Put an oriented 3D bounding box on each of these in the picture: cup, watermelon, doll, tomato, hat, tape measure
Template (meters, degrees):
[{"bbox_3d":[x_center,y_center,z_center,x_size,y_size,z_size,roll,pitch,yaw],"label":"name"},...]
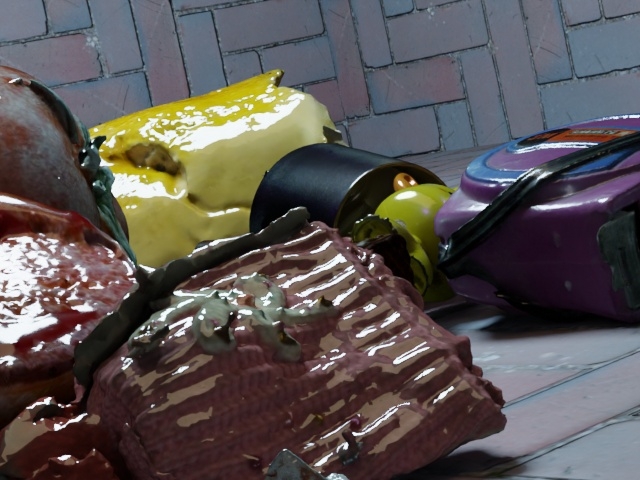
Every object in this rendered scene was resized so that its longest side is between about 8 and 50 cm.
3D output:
[{"bbox_3d":[0.011,0.011,1.654,0.239,0.166,0.177,-39,20,-17],"label":"cup"},{"bbox_3d":[-0.006,0.127,0.825,0.085,0.061,0.085,-14,15,4],"label":"watermelon"},{"bbox_3d":[0.086,0.013,1.498,0.135,0.143,0.221,-42,-6,27],"label":"doll"},{"bbox_3d":[-0.306,0.087,1.383,0.309,0.170,0.309,10,32,-6],"label":"tomato"},{"bbox_3d":[-0.319,-0.013,1.623,0.282,0.317,0.317,-23,5,2],"label":"tomato"},{"bbox_3d":[-0.060,0.085,0.976,0.286,0.107,0.237,-25,39,-17],"label":"hat"},{"bbox_3d":[0.221,-0.013,1.388,0.245,0.149,0.231,-25,15,-37],"label":"tape measure"}]

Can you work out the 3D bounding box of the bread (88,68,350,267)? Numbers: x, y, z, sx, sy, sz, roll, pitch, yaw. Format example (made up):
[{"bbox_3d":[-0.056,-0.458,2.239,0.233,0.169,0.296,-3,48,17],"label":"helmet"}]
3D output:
[{"bbox_3d":[-0.147,-0.046,1.922,0.394,0.250,0.361,-14,5,-6],"label":"bread"}]

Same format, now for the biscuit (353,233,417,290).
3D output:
[{"bbox_3d":[-0.005,0.069,1.191,0.070,0.106,0.252,-10,5,28],"label":"biscuit"}]
